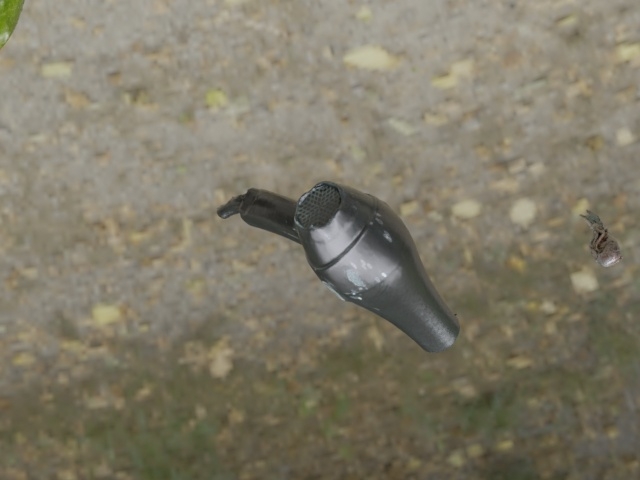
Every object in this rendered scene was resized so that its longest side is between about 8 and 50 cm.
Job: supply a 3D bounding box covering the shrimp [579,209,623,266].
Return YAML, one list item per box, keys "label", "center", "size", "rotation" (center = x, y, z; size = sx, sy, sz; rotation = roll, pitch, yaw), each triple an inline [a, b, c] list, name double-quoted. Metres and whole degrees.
- label: "shrimp"
  center: [0.277, 0.003, 1.522]
  size: [0.029, 0.092, 0.038]
  rotation: [-35, 121, 17]

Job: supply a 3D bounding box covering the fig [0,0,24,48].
- label: "fig"
  center: [-0.433, -0.271, 1.705]
  size: [0.203, 0.203, 0.235]
  rotation: [7, 160, -30]

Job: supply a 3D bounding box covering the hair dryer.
- label: "hair dryer"
  center: [0.000, 0.000, 1.473]
  size: [0.091, 0.271, 0.235]
  rotation: [-53, 134, -9]
